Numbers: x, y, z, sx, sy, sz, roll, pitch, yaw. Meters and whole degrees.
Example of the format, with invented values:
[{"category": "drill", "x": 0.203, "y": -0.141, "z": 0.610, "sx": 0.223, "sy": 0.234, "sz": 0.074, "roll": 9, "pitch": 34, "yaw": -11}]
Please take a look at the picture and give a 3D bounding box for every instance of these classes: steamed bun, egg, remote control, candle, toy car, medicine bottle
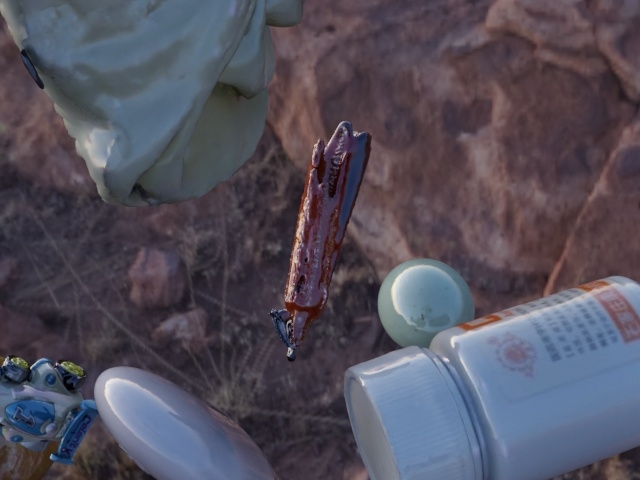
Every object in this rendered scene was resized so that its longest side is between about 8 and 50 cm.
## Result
[{"category": "steamed bun", "x": -0.120, "y": -0.210, "z": 0.779, "sx": 0.237, "sy": 0.394, "sz": 0.347, "roll": -28, "pitch": 79, "yaw": -7}, {"category": "egg", "x": 0.169, "y": 0.106, "z": 1.719, "sx": 0.149, "sy": 0.149, "sz": 0.192, "roll": -20, "pitch": 25, "yaw": -8}, {"category": "remote control", "x": -0.161, "y": 0.247, "z": 1.323, "sx": 0.221, "sy": 0.332, "sz": 0.103, "roll": 38, "pitch": 85, "yaw": 23}, {"category": "candle", "x": 0.000, "y": 0.000, "z": 1.308, "sx": 0.059, "sy": 0.084, "sz": 0.302, "roll": 1, "pitch": 76, "yaw": 58}, {"category": "toy car", "x": -0.373, "y": 0.219, "z": 1.399, "sx": 0.098, "sy": 0.161, "sz": 0.126, "roll": 36, "pitch": 97, "yaw": 42}, {"category": "medicine bottle", "x": 0.232, "y": 0.189, "z": 1.300, "sx": 0.371, "sy": 0.211, "sz": 0.211, "roll": -16, "pitch": 49, "yaw": -11}]

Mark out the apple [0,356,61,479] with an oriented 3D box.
[{"category": "apple", "x": -0.551, "y": 0.316, "z": 1.629, "sx": 0.254, "sy": 0.179, "sz": 0.346, "roll": 42, "pitch": 46, "yaw": 7}]
